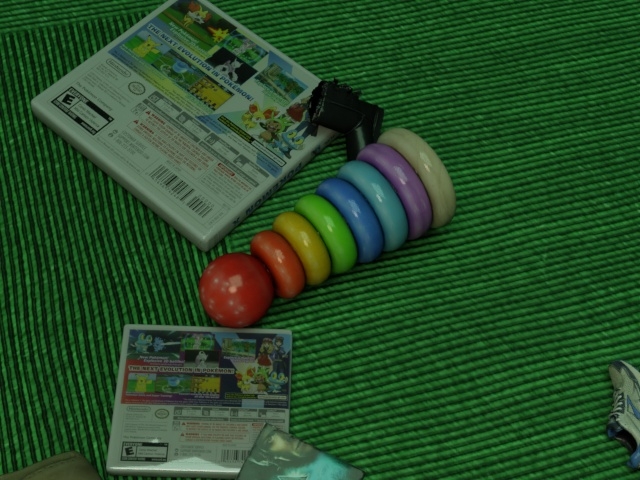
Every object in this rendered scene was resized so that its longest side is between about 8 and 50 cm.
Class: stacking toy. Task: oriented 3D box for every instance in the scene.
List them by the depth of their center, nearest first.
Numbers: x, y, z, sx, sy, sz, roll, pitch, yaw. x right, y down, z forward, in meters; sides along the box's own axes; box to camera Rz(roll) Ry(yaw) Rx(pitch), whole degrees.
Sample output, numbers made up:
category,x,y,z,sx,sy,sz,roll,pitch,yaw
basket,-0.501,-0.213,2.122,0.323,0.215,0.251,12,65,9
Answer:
category,x,y,z,sx,sy,sz,roll,pitch,yaw
stacking toy,0.000,0.000,1.337,0.330,0.141,0.141,-33,65,-16

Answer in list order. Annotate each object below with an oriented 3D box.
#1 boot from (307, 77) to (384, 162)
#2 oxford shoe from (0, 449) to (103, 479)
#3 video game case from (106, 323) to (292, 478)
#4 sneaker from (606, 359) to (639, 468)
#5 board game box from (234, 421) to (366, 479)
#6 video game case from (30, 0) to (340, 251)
category,x,y,z,sx,sy,sz,roll,pitch,yaw
boot,0.029,-0.146,1.442,0.099,0.045,0.121,23,66,-27
oxford shoe,-0.378,0.329,1.129,0.348,0.123,0.130,-21,35,-14
video game case,-0.135,0.184,1.269,0.201,0.023,0.184,2,58,-1
sneaker,0.355,0.200,1.271,0.058,0.052,0.135,-13,59,-6
board game box,-0.047,0.303,1.178,0.126,0.026,0.186,25,67,8
video game case,-0.168,-0.175,1.486,0.329,0.036,0.300,37,63,19
